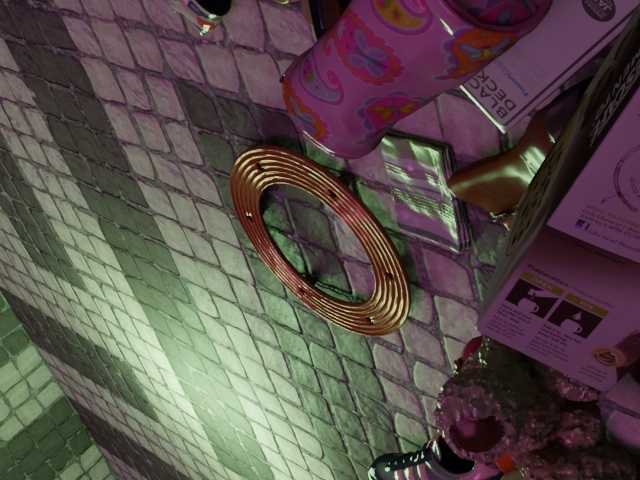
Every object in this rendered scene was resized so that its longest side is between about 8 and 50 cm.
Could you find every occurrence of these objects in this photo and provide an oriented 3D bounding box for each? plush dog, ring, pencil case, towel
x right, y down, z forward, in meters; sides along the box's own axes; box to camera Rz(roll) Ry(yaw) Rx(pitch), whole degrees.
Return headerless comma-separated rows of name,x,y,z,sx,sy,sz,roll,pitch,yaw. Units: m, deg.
plush dog,0.252,0.133,1.046,0.262,0.225,0.210,34,-163,-25
ring,0.000,0.000,1.393,0.337,0.032,0.336,34,150,23
pencil case,0.068,-0.167,0.816,0.124,0.124,0.284,50,153,-4
towel,0.120,-0.059,1.160,0.113,0.023,0.152,19,141,40

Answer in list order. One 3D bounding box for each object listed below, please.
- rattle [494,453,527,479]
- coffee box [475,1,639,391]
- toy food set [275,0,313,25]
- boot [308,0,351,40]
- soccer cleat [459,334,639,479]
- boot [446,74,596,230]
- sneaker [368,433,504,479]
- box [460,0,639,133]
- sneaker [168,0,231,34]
rattle,0.302,0.376,1.393,0.199,0.130,0.143,47,180,19
coffee box,0.232,-0.051,0.673,0.119,0.168,0.297,26,140,3
toy food set,-0.057,-0.325,1.063,0.192,0.039,0.132,35,142,31
boot,0.034,-0.304,0.935,0.082,0.106,0.219,-130,32,-78
soccer cleat,0.286,0.265,1.243,0.331,0.116,0.143,45,151,4
boot,0.273,-0.014,0.939,0.264,0.096,0.280,32,159,-5
sneaker,0.185,0.352,1.529,0.319,0.112,0.131,-2,108,51
box,0.189,-0.227,0.786,0.169,0.087,0.290,47,152,0
sneaker,-0.184,-0.322,1.209,0.161,0.057,0.075,45,146,-1
